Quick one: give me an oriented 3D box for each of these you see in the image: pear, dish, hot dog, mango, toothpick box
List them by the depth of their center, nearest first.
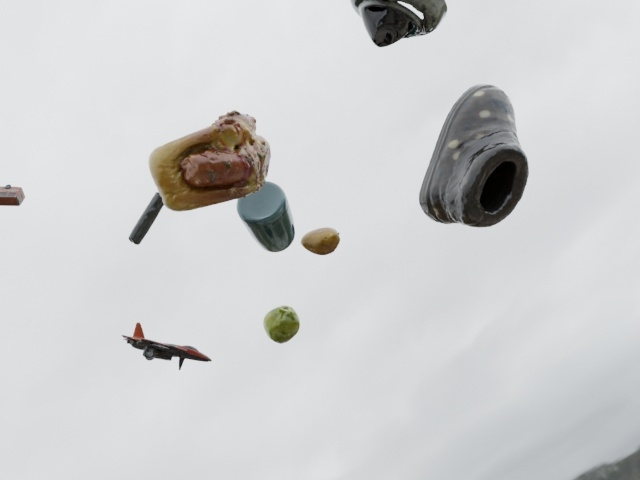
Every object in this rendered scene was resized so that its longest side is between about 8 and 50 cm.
[{"bbox_3d":[0.095,-0.300,1.094,0.078,0.141,0.141,-70,-23,-10],"label":"dish"},{"bbox_3d":[-0.175,-0.146,1.433,0.153,0.150,0.256,-12,13,31],"label":"hot dog"},{"bbox_3d":[-0.125,-0.050,1.931,0.120,0.120,0.184,-29,-29,-6],"label":"toothpick box"},{"bbox_3d":[-0.095,0.213,1.996,0.092,0.092,0.097,-13,-60,-36],"label":"pear"},{"bbox_3d":[0.000,0.000,2.190,0.114,0.080,0.060,-12,-49,27],"label":"mango"}]

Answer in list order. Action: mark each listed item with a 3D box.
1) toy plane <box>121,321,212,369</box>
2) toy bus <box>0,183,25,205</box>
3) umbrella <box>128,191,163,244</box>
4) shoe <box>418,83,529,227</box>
[{"bbox_3d":[-0.320,0.230,1.669,0.130,0.189,0.061,128,165,-72],"label":"toy plane"},{"bbox_3d":[-0.661,-0.090,1.637,0.110,0.043,0.031,1,-48,5],"label":"toy bus"},{"bbox_3d":[-0.375,-0.049,1.756,0.133,0.036,0.031,-59,-17,2],"label":"umbrella"},{"bbox_3d":[0.406,-0.211,1.964,0.171,0.237,0.384,34,-103,-34],"label":"shoe"}]
